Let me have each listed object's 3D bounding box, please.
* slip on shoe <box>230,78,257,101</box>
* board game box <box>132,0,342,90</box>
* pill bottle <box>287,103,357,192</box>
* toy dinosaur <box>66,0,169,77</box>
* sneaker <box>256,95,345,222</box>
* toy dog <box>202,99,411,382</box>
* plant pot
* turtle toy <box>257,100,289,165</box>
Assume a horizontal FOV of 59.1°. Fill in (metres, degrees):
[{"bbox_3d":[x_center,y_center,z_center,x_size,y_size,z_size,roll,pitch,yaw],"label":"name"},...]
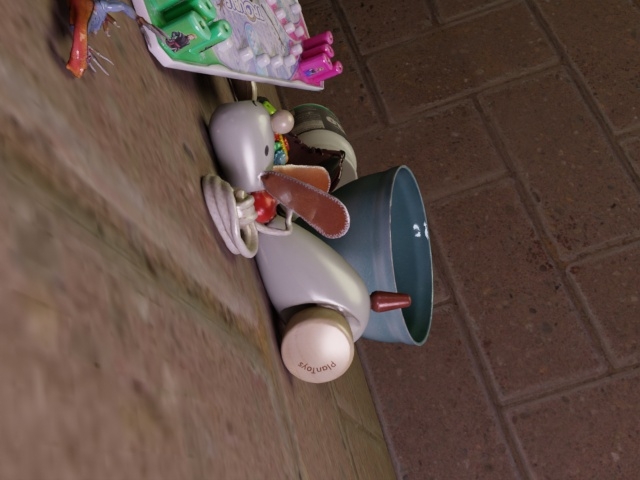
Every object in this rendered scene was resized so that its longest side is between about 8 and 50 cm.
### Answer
[{"bbox_3d":[-0.149,-0.300,0.990,0.041,0.051,0.136,-21,104,-48],"label":"slip on shoe"},{"bbox_3d":[-0.110,-0.374,0.632,0.390,0.050,0.391,-27,99,-66],"label":"board game box"},{"bbox_3d":[-0.014,-0.230,1.555,0.361,0.204,0.204,-104,175,-58],"label":"pill bottle"},{"bbox_3d":[-0.131,-0.122,0.308,0.090,0.047,0.082,37,23,-14],"label":"toy dinosaur"},{"bbox_3d":[-0.037,-0.183,1.145,0.106,0.162,0.282,63,9,-74],"label":"sneaker"},{"bbox_3d":[0.000,0.000,0.649,0.220,0.160,0.334,-105,176,-54],"label":"toy dog"},{"bbox_3d":[0.065,0.031,0.956,0.293,0.196,0.294,-5,90,-68],"label":"plant pot"},{"bbox_3d":[-0.092,-0.170,0.964,0.095,0.066,0.130,-93,165,-81],"label":"turtle toy"}]
